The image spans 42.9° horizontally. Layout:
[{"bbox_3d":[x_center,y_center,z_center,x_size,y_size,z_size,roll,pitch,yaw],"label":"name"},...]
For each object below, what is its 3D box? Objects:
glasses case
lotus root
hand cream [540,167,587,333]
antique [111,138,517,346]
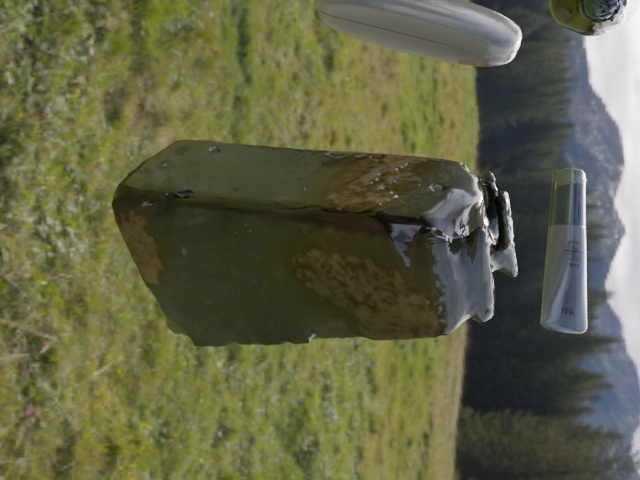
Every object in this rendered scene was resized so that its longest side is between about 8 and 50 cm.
[{"bbox_3d":[0.092,-0.212,0.789,0.081,0.204,0.051,-57,161,-49],"label":"glasses case"},{"bbox_3d":[0.388,-0.370,1.157,0.322,0.140,0.158,-44,154,-54],"label":"lotus root"},{"bbox_3d":[0.382,0.016,1.261,0.048,0.079,0.255,138,-41,-76],"label":"hand cream"},{"bbox_3d":[0.000,0.000,0.616,0.125,0.284,0.150,-52,135,-49],"label":"antique"}]
